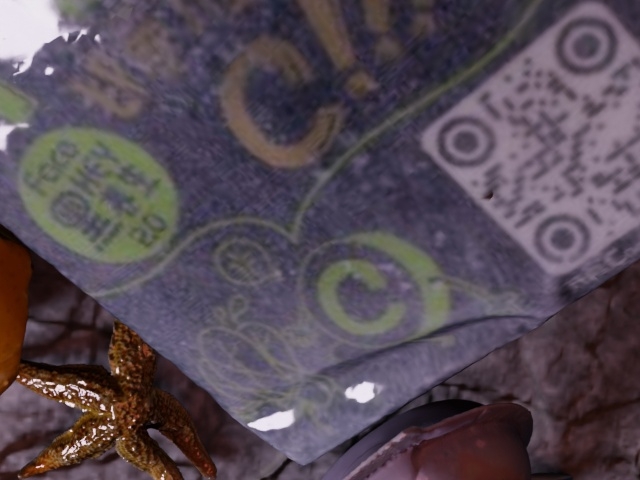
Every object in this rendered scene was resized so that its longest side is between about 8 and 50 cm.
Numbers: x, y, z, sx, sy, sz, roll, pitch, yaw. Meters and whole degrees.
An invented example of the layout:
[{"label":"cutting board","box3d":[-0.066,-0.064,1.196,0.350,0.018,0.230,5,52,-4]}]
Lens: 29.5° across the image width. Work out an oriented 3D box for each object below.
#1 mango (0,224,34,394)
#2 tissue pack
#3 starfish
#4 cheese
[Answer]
[{"label":"mango","box3d":[-0.243,0.000,0.535,0.252,0.126,0.153,22,82,-20]},{"label":"tissue pack","box3d":[-0.041,-0.111,0.484,0.394,0.124,0.288,42,120,-19]},{"label":"starfish","box3d":[-0.106,0.073,0.626,0.133,0.041,0.130,13,99,-12]},{"label":"cheese","box3d":[0.058,0.134,0.596,0.135,0.052,0.245,-39,150,4]}]
